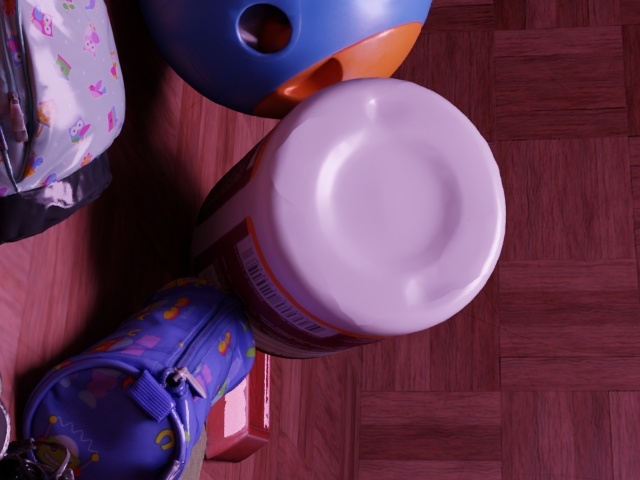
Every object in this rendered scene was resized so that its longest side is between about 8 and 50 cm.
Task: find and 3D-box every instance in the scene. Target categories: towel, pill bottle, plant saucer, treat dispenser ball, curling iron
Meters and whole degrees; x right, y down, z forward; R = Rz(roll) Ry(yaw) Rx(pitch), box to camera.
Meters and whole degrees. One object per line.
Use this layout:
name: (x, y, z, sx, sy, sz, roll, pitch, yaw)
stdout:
towel: (-0.145, 0.206, 1.220, 0.148, 0.027, 0.110, 82, 12, -49)
pill bottle: (0.000, 0.000, 1.168, 0.392, 0.224, 0.224, 152, -60, -70)
plant saucer: (-0.093, 0.136, 1.448, 0.259, 0.047, 0.259, 65, 25, -77)
treat dispenser ball: (-0.034, -0.260, 1.141, 0.288, 0.288, 0.288, -1, 90, -81)
curling iron: (-0.212, 0.176, 0.678, 0.274, 0.068, 0.035, -52, 136, -72)

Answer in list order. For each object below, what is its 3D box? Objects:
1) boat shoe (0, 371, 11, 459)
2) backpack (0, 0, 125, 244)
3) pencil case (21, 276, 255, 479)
boat shoe: (-0.210, 0.086, 0.651, 0.223, 0.073, 0.080, 70, 21, -63)
backpack: (-0.185, -0.102, 0.713, 0.152, 0.115, 0.182, -61, 146, -68)
pencil case: (-0.133, 0.114, 0.979, 0.119, 0.133, 0.306, 55, 12, -4)
